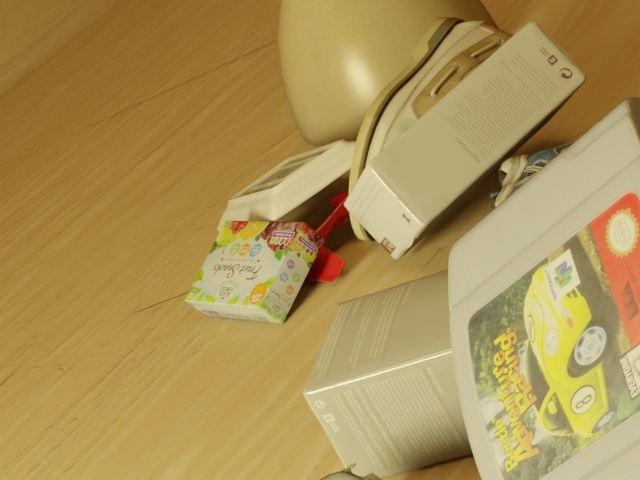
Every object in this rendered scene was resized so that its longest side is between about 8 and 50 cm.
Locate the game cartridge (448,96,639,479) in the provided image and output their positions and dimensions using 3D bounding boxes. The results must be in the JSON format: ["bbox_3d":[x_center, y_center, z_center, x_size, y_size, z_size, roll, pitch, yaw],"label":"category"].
[{"bbox_3d":[0.171,0.072,0.956,0.196,0.060,0.294,-46,39,34],"label":"game cartridge"}]

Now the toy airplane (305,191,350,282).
[{"bbox_3d":[0.000,0.000,1.578,0.151,0.028,0.151,-33,23,16],"label":"toy airplane"}]

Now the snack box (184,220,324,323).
[{"bbox_3d":[-0.069,0.030,1.560,0.141,0.037,0.100,1,60,53],"label":"snack box"}]

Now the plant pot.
[{"bbox_3d":[0.058,-0.276,1.917,0.284,0.191,0.284,-26,21,11],"label":"plant pot"}]

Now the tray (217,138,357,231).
[{"bbox_3d":[-0.035,-0.065,1.697,0.145,0.030,0.270,-36,8,-15],"label":"tray"}]

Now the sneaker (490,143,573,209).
[{"bbox_3d":[0.201,-0.034,1.341,0.081,0.080,0.211,-25,22,18],"label":"sneaker"}]

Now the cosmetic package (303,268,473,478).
[{"bbox_3d":[0.119,0.085,1.154,0.238,0.107,0.127,-15,26,27],"label":"cosmetic package"}]

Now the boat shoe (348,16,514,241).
[{"bbox_3d":[0.124,-0.120,1.582,0.103,0.113,0.302,9,54,27],"label":"boat shoe"}]

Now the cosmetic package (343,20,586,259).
[{"bbox_3d":[0.136,-0.095,1.464,0.231,0.085,0.117,-40,-6,-21],"label":"cosmetic package"}]

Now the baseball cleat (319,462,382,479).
[{"bbox_3d":[0.034,0.212,1.018,0.109,0.072,0.206,-47,22,-22],"label":"baseball cleat"}]
